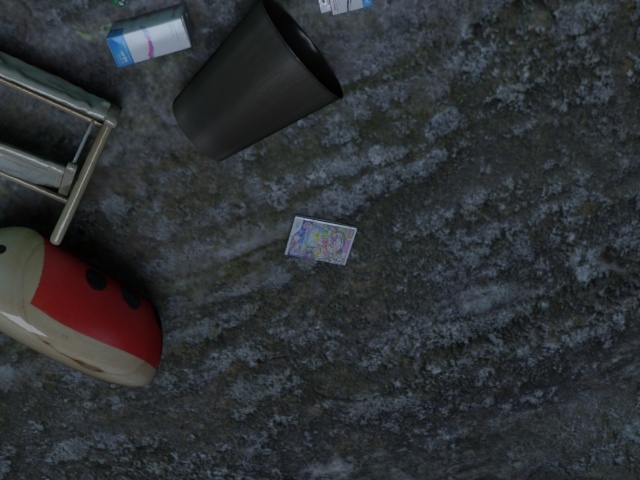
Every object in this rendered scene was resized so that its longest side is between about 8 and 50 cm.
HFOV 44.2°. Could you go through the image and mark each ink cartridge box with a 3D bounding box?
[{"bbox_3d":[-0.263,-0.323,1.235,0.122,0.088,0.052,-16,122,5],"label":"ink cartridge box"},{"bbox_3d":[0.037,-0.390,1.255,0.083,0.028,0.048,-14,122,4],"label":"ink cartridge box"}]

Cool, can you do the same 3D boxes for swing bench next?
[{"bbox_3d":[-0.483,-0.171,1.273,0.253,0.165,0.255,24,111,-18],"label":"swing bench"}]

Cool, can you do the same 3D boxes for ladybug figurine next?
[{"bbox_3d":[-0.441,0.114,1.394,0.449,0.305,0.162,40,80,-43],"label":"ladybug figurine"}]

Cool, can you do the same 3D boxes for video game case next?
[{"bbox_3d":[0.000,0.000,1.506,0.122,0.011,0.087,11,121,-11],"label":"video game case"}]

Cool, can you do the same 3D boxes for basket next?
[{"bbox_3d":[-0.114,-0.243,1.267,0.227,0.154,0.204,-34,118,19],"label":"basket"}]

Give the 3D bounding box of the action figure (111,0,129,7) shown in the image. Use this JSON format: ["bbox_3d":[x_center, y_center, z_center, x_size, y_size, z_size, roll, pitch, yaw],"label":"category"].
[{"bbox_3d":[-0.242,-0.438,1.173,0.232,0.063,0.137,-42,148,27],"label":"action figure"}]
